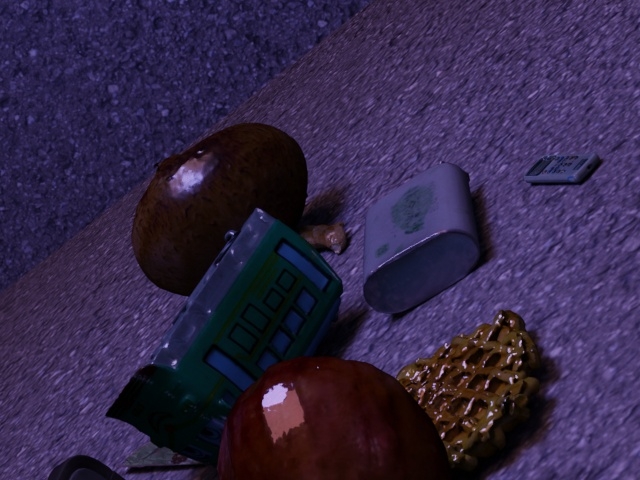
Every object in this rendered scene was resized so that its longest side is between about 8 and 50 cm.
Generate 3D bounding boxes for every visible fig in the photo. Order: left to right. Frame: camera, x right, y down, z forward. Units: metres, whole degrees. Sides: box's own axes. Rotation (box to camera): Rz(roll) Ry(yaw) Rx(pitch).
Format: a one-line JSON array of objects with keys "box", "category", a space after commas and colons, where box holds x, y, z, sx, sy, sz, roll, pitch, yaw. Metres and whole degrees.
[{"box": [0.017, 0.240, 1.218, 0.224, 0.263, 0.224, -31, -19, -12], "category": "fig"}]

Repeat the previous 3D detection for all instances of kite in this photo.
[{"box": [-0.172, 0.263, 1.862, 0.323, 0.013, 0.267, -37, 20, 4], "category": "kite"}]

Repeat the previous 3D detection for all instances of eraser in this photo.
[{"box": [0.138, -0.007, 1.766, 0.174, 0.081, 0.227, -34, 19, 17], "category": "eraser"}]

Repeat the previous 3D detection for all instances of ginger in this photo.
[{"box": [0.003, -0.004, 2.084, 0.057, 0.044, 0.137, -17, 10, -34], "category": "ginger"}]

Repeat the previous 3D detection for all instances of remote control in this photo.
[{"box": [0.324, -0.097, 1.705, 0.053, 0.018, 0.124, -45, 19, -16], "category": "remote control"}]

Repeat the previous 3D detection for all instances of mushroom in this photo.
[{"box": [-0.180, -0.087, 2.189, 0.331, 0.334, 0.356, -24, 59, 6], "category": "mushroom"}]

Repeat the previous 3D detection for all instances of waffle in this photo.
[{"box": [0.139, 0.180, 1.391, 0.245, 0.052, 0.254, -35, 18, 21], "category": "waffle"}]

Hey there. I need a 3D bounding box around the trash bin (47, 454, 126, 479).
[{"box": [-0.305, 0.414, 1.496, 0.250, 0.220, 0.219, -39, 16, 28], "category": "trash bin"}]

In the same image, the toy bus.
[{"box": [-0.115, 0.144, 1.720, 0.343, 0.199, 0.183, -57, 5, -38], "category": "toy bus"}]
